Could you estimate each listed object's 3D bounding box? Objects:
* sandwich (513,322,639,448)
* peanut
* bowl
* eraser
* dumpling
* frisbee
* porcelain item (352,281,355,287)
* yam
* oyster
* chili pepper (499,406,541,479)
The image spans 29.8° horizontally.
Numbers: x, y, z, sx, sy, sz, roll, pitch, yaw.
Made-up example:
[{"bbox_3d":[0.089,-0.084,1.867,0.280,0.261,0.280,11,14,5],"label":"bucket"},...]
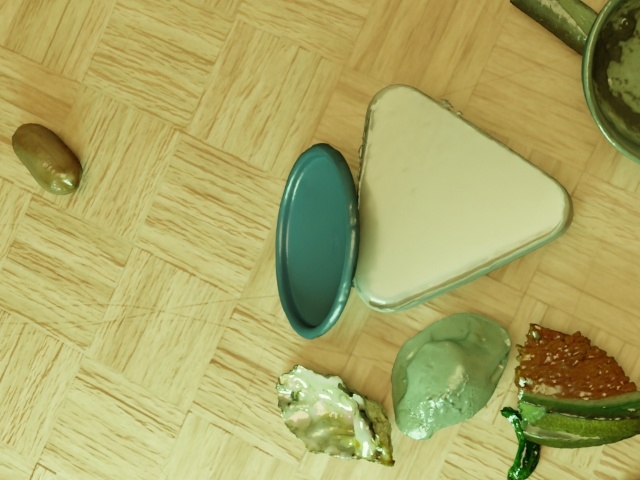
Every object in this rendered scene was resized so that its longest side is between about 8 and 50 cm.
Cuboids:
[{"bbox_3d":[0.371,0.211,1.724,0.185,0.109,0.159,2,62,11],"label":"sandwich"},{"bbox_3d":[-0.445,-0.134,1.959,0.152,0.076,0.076,45,100,18],"label":"peanut"},{"bbox_3d":[0.482,-0.239,1.658,0.289,0.146,0.289,-1,98,-6],"label":"bowl"},{"bbox_3d":[0.163,-0.030,1.758,0.331,0.150,0.331,-1,87,13],"label":"eraser"},{"bbox_3d":[0.181,0.194,1.767,0.153,0.108,0.219,44,97,11],"label":"dumpling"},{"bbox_3d":[0.005,0.001,1.764,0.049,0.289,0.289,3,89,-23],"label":"frisbee"},{"bbox_3d":[0.041,0.001,1.853,0.075,0.021,0.136,-33,81,8],"label":"porcelain item"},{"bbox_3d":[0.357,-0.326,1.751,0.169,0.068,0.068,39,98,13],"label":"yam"},{"bbox_3d":[0.024,0.261,1.833,0.209,0.072,0.132,8,97,35],"label":"oyster"},{"bbox_3d":[0.297,0.303,1.771,0.056,0.035,0.117,-5,91,0],"label":"chili pepper"}]
